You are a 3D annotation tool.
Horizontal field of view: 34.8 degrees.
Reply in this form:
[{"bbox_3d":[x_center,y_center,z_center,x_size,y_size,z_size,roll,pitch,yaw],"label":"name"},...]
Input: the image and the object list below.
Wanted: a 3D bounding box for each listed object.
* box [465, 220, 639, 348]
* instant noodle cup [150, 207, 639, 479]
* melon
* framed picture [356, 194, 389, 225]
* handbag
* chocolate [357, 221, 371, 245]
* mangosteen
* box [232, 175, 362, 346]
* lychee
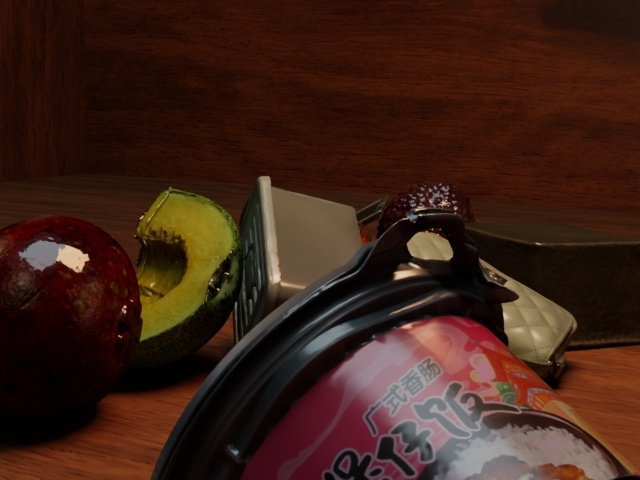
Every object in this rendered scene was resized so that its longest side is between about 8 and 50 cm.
[{"bbox_3d":[0.319,0.055,1.471,0.184,0.143,0.273,-2,8,-18],"label":"box"},{"bbox_3d":[0.061,0.157,0.537,0.258,0.302,0.181,-13,38,-39],"label":"instant noodle cup"},{"bbox_3d":[-0.165,0.073,1.238,0.169,0.129,0.265,3,49,31],"label":"melon"},{"bbox_3d":[0.000,0.000,1.810,0.273,0.016,0.216,-28,4,11],"label":"framed picture"},{"bbox_3d":[0.180,0.080,1.222,0.256,0.079,0.219,32,18,15],"label":"handbag"},{"bbox_3d":[0.043,0.036,1.627,0.124,0.127,0.133,29,6,0],"label":"chocolate"},{"bbox_3d":[-0.314,0.077,1.055,0.257,0.215,0.215,5,10,10],"label":"mangosteen"},{"bbox_3d":[-0.026,0.050,1.248,0.135,0.163,0.243,9,38,-15],"label":"box"},{"bbox_3d":[0.189,-0.021,1.840,0.188,0.188,0.188,1,9,0],"label":"lychee"}]
